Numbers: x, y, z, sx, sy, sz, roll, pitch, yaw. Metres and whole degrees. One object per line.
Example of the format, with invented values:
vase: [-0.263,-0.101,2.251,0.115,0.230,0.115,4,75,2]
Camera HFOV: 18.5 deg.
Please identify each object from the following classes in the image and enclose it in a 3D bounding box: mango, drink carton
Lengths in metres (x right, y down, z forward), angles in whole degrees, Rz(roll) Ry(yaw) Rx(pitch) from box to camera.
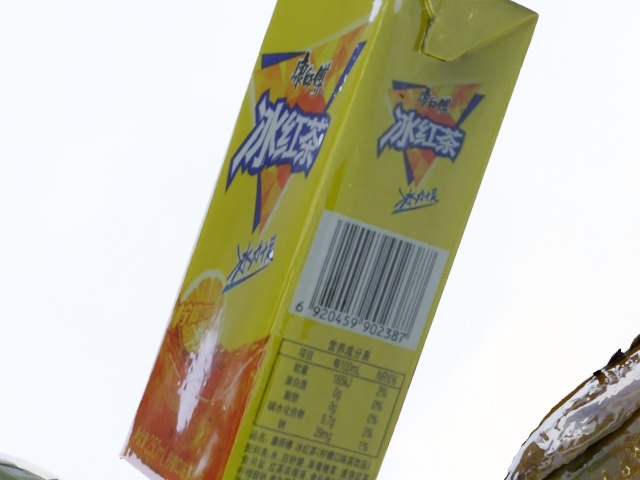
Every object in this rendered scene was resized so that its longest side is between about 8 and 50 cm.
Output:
mango: [0.145,0.077,0.779,0.105,0.159,0.084,60,-169,-55]
drink carton: [0.000,0.000,1.216,0.111,0.154,0.351,17,-88,-29]

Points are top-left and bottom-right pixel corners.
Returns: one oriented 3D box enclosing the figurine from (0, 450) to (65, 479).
figurine: [-0.111,0.190,0.904,0.154,0.262,0.180,-35,-50,-58]
